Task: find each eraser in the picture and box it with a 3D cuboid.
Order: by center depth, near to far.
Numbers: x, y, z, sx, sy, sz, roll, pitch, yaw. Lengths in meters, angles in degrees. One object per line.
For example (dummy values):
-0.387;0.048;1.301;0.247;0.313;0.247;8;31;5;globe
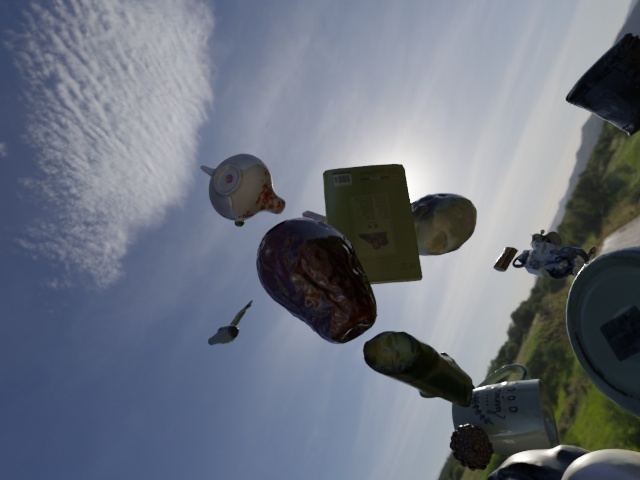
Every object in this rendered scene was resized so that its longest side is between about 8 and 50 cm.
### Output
0.000;0.000;1.669;0.038;0.157;0.231;-27;-61;-29;eraser

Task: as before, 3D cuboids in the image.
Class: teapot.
-0.199;-0.131;0.950;0.116;0.245;0.159;8;-67;-58;teapot

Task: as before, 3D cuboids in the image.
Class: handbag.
0.811;-0.396;1.069;0.080;0.222;0.247;-60;-6;-14;handbag

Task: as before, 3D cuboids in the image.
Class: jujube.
-0.005;0.072;0.753;0.189;0.255;0.190;-27;-29;-16;jujube

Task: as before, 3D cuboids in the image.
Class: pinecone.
0.366;0.493;0.971;0.109;0.102;0.103;18;-87;-49;pinecone

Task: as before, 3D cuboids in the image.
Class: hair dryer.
-0.338;0.312;1.496;0.067;0.167;0.199;49;-153;-16;hair dryer

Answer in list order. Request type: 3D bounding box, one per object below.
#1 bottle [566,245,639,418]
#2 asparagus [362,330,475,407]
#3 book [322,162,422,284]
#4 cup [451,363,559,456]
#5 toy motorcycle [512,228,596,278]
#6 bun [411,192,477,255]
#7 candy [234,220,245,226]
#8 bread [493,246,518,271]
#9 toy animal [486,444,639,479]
0.537;0.102;0.505;0.229;0.350;0.230;179;90;-80;bottle
0.192;0.226;0.685;0.343;0.082;0.085;35;-85;-38;asparagus
0.134;-0.051;1.111;0.035;0.238;0.353;86;180;-67;book
0.498;0.453;1.108;0.187;0.233;0.258;59;-144;-23;cup
0.655;0.042;1.144;0.150;0.221;0.102;-42;-76;-4;toy motorcycle
0.380;-0.071;1.333;0.273;0.272;0.169;-47;-61;-33;bun
-0.275;-0.102;1.387;0.035;0.035;0.123;10;-118;-25;candy
0.582;0.058;1.277;0.083;0.036;0.047;-55;14;-8;bread
0.376;0.381;0.494;0.251;0.250;0.310;-54;1;-23;toy animal
